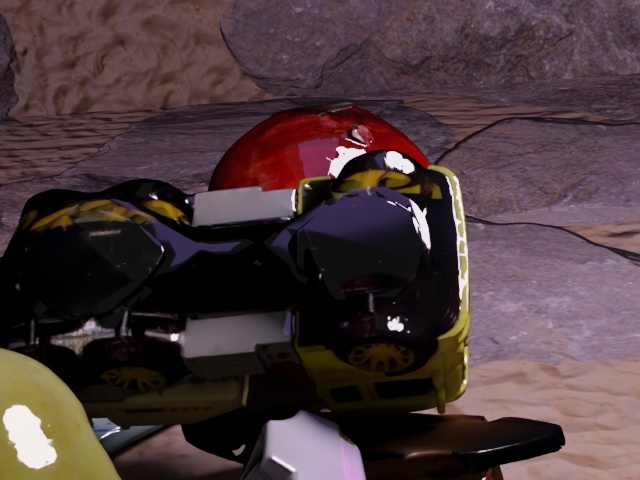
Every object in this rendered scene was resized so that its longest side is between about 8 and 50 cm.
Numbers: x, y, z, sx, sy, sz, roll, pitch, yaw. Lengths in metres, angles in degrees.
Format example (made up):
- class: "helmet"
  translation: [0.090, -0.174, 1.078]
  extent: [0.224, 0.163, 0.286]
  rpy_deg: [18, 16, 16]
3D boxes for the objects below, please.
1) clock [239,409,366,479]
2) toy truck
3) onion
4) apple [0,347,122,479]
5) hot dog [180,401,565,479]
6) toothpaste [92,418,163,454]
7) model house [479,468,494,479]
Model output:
- class: "clock"
  translation: [-0.044, 0.242, 0.783]
  extent: [0.083, 0.186, 0.253]
  rpy_deg: [29, 14, -12]
- class: "toy truck"
  translation: [-0.071, 0.065, 0.975]
  extent: [0.405, 0.254, 0.181]
  rpy_deg: [-6, 60, 10]
- class: "onion"
  translation: [0.008, 0.001, 1.290]
  extent: [0.341, 0.341, 0.341]
  rpy_deg: [-3, 19, 1]
- class: "apple"
  translation: [-0.249, 0.212, 0.776]
  extent: [0.279, 0.279, 0.279]
  rpy_deg: [-3, 19, 1]
- class: "hot dog"
  translation: [0.041, 0.206, 0.985]
  extent: [0.194, 0.107, 0.326]
  rpy_deg: [-7, 4, -39]
- class: "toothpaste"
  translation: [-0.222, 0.195, 1.151]
  extent: [0.074, 0.048, 0.296]
  rpy_deg: [19, 33, 42]
- class: "model house"
  translation: [0.143, 0.289, 0.654]
  extent: [0.254, 0.160, 0.196]
  rpy_deg: [32, 29, 12]
